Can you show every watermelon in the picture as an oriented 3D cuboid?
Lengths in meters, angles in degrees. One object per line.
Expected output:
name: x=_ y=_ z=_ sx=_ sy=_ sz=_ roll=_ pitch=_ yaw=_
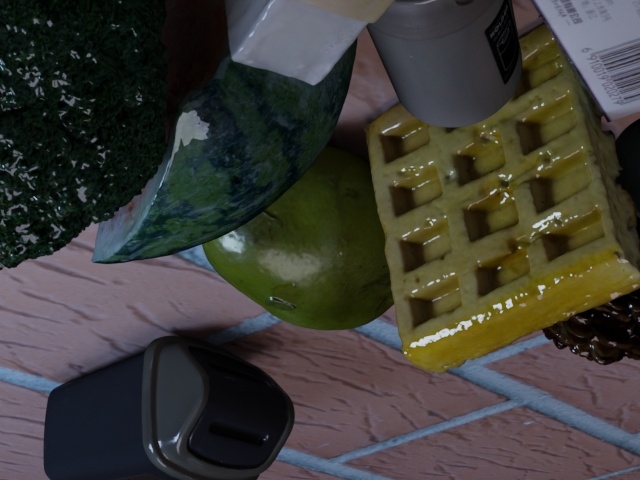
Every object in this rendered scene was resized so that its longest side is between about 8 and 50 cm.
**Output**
watermelon: x=-0.067 y=-0.117 z=0.947 sx=0.176 sy=0.256 sz=0.260 roll=48 pitch=146 yaw=-5

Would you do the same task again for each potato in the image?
potato: x=0.000 y=0.000 z=1.191 sx=0.253 sy=0.149 sz=0.186 roll=14 pitch=149 yaw=-37

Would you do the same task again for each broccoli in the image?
broccoli: x=-0.231 y=-0.128 z=0.815 sx=0.297 sy=0.297 sz=0.297 roll=35 pitch=148 yaw=2

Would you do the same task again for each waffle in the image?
waffle: x=0.145 y=-0.038 z=1.040 sx=0.221 sy=0.248 sz=0.055 roll=-28 pitch=148 yaw=33

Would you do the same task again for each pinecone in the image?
pinecone: x=0.295 y=0.024 z=1.259 sx=0.221 sy=0.222 sz=0.221 roll=-6 pitch=153 yaw=-3

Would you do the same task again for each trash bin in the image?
trash bin: x=-0.197 y=0.233 z=1.579 sx=0.290 sy=0.182 sz=0.209 roll=-19 pitch=153 yaw=34

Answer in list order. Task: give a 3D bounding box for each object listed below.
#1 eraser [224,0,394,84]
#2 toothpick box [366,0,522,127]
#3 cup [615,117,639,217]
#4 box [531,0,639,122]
eraser: x=0.048 y=-0.245 z=0.690 sx=0.078 sy=0.144 sz=0.343 roll=12 pitch=143 yaw=-29
toothpick box: x=0.086 y=-0.172 z=0.913 sx=0.111 sy=0.111 sz=0.181 roll=-12 pitch=154 yaw=10
cup: x=0.363 y=-0.107 z=1.070 sx=0.199 sy=0.199 sz=0.150 roll=-4 pitch=135 yaw=-6
box: x=0.251 y=-0.210 z=0.879 sx=0.194 sy=0.111 sz=0.260 roll=-19 pitch=149 yaw=21
